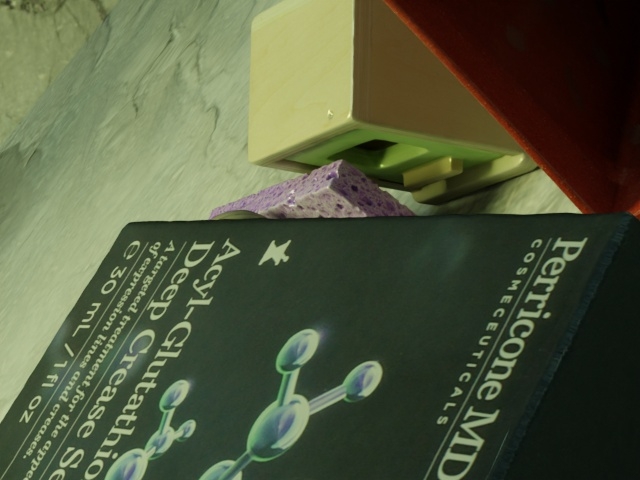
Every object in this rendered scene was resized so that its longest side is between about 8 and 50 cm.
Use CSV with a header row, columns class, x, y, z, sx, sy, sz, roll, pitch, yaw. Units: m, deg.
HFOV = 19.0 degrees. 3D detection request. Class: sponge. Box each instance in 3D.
class,x,y,z,sx,sy,sz,roll,pitch,yaw
sponge,0.000,0.000,1.507,0.210,0.117,0.031,-19,40,56

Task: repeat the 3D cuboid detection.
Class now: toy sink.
class,x,y,z,sx,sy,sz,roll,pitch,yaw
toy sink,0.082,-0.109,1.460,0.153,0.234,0.131,-18,68,56

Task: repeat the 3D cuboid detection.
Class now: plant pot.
class,x,y,z,sx,sy,sz,roll,pitch,yaw
plant pot,0.218,-0.217,1.246,0.267,0.267,0.236,-38,11,32

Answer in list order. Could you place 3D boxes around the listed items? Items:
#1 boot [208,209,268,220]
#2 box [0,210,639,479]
class,x,y,z,sx,sy,sz,roll,pitch,yaw
boot,-0.090,0.169,1.366,0.377,0.138,0.284,-59,20,-2
box,0.005,0.163,0.971,0.395,0.212,0.293,-1,52,49
